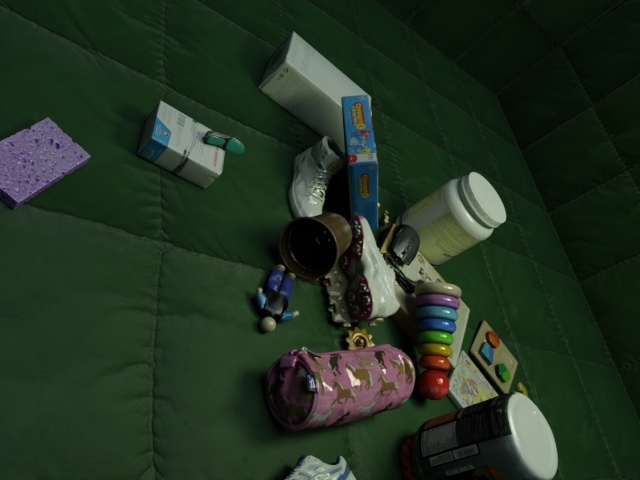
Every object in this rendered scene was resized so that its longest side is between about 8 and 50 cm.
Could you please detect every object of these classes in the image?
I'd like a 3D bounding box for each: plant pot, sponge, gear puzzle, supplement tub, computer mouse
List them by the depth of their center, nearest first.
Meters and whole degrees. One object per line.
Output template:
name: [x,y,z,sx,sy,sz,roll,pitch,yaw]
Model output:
sponge: [-0.573,-0.157,1.070,0.117,0.031,0.210,45,37,-11]
supplement tub: [0.375,0.516,1.320,0.207,0.338,0.207,28,44,-31]
plant pot: [0.000,0.000,1.436,0.167,0.167,0.165,55,29,1]
gear puzzle: [0.092,0.170,1.518,0.176,0.044,0.338,3,58,-24]
computer mouse: [0.296,0.050,1.736,0.184,0.060,0.262,49,37,-6]
supplement tub: [0.450,-0.068,1.886,0.235,0.325,0.235,29,43,-31]

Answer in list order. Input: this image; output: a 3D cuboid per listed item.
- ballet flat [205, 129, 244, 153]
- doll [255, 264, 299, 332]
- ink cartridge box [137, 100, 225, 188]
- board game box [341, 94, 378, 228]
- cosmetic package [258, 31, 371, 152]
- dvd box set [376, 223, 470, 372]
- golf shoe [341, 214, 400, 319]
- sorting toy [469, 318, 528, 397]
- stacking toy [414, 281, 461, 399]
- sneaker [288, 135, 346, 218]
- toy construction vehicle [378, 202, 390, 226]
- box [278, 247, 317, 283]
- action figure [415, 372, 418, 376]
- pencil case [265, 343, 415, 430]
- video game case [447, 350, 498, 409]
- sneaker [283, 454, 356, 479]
ballet flat: [-0.244,-0.255,1.374,0.114,0.041,0.041,14,52,-44]
doll: [-0.106,0.149,1.330,0.129,0.046,0.189,39,38,-19]
ink cartridge box: [-0.342,-0.236,1.347,0.191,0.082,0.139,29,43,-33]
board game box: [0.125,-0.243,1.712,0.308,0.086,0.301,82,4,-53]
cosmetic package: [-0.005,-0.512,1.887,0.385,0.156,0.217,35,40,-25]
dvd box set: [0.315,0.179,1.761,0.420,0.062,0.307,47,37,-10]
golf shoe: [0.140,0.077,1.513,0.140,0.115,0.306,8,64,-31]
sorting toy: [0.660,0.453,1.939,0.307,0.041,0.229,51,36,-4]
stacking toy: [0.338,0.295,1.573,0.141,0.141,0.330,19,68,-38]
sneaker: [-0.005,-0.186,1.610,0.108,0.169,0.292,26,46,-36]
toy construction vehicle: [0.198,-0.088,1.876,0.086,0.035,0.098,30,39,-13]
box: [-0.065,0.056,1.468,0.136,0.028,0.081,26,44,-29]
action figure: [0.249,0.402,1.538,0.115,0.030,0.038,-15,70,-55]
pencil case: [0.060,0.335,1.270,0.386,0.167,0.160,9,34,-45]
video game case: [0.494,0.498,1.732,0.227,0.026,0.206,52,36,-3]
sneaker: [-0.045,0.504,1.086,0.296,0.112,0.131,18,32,-41]
